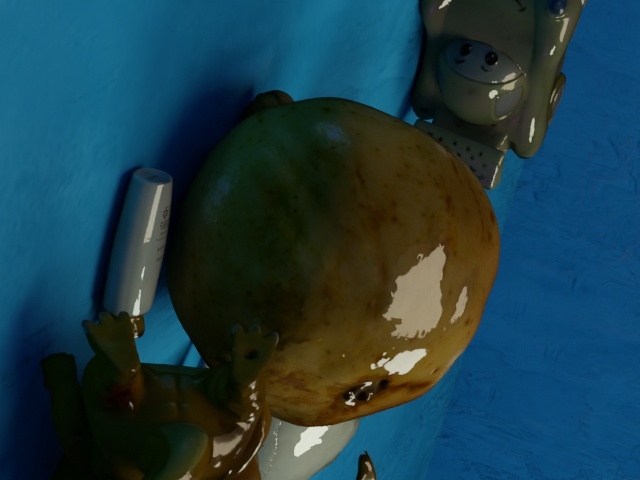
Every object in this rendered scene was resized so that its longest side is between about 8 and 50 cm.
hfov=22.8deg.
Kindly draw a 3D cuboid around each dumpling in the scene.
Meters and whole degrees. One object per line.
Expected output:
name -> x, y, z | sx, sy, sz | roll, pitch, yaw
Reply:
dumpling -> -0.029, 0.245, 2.160 | 0.260, 0.181, 0.341 | -3, 112, -33

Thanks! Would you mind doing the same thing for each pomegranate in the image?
pomegranate -> 0.000, 0.000, 1.805 | 0.410, 0.410, 0.410 | 21, 90, -75

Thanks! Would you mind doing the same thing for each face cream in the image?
face cream -> -0.192, 0.015, 1.663 | 0.072, 0.051, 0.182 | -40, 146, -63

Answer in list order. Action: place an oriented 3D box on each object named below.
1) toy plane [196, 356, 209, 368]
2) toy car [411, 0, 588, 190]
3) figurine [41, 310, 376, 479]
toy plane -> -0.164, 0.190, 1.979 | 0.182, 0.107, 0.273 | 7, 74, -35
toy car -> 0.259, -0.279, 2.485 | 0.226, 0.242, 0.336 | -54, 160, -36
figurine -> -0.193, 0.249, 1.610 | 0.401, 0.268, 0.387 | -10, 146, -25
